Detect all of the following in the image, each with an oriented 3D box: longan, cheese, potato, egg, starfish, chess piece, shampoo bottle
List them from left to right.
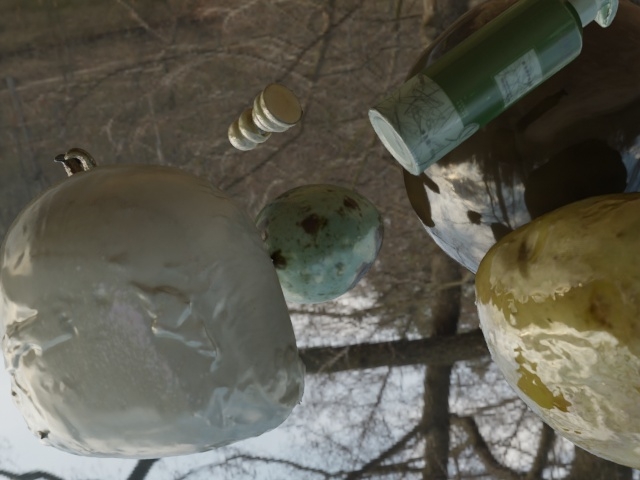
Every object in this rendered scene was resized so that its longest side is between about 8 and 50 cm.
[{"bbox_3d":[-0.284,-0.030,0.913,0.074,0.190,0.146,22,-151,-18],"label":"starfish"},{"bbox_3d":[-0.117,0.042,0.539,0.198,0.189,0.154,-10,-163,18],"label":"cheese"},{"bbox_3d":[-0.123,-0.237,1.643,0.094,0.094,0.170,-25,175,-46],"label":"chess piece"},{"bbox_3d":[0.000,0.000,1.163,0.169,0.169,0.231,3,-160,44],"label":"egg"},{"bbox_3d":[0.135,-0.130,0.601,0.204,0.065,0.065,-36,-162,-5],"label":"shampoo bottle"},{"bbox_3d":[0.273,-0.104,0.955,0.404,0.404,0.336,2,-125,40],"label":"longan"},{"bbox_3d":[0.254,0.077,0.709,0.242,0.285,0.242,-24,-135,26],"label":"potato"}]
